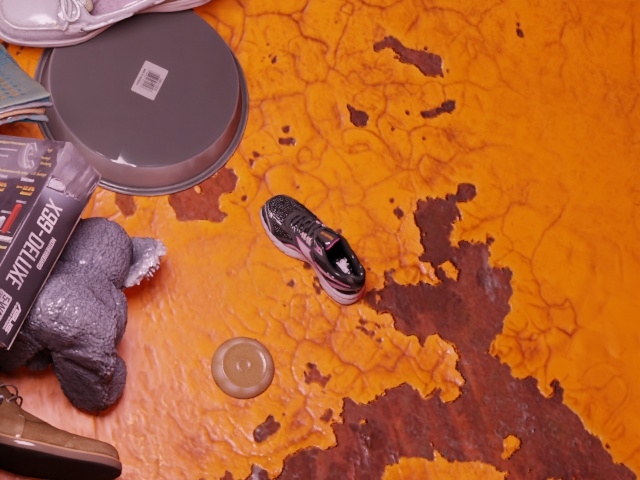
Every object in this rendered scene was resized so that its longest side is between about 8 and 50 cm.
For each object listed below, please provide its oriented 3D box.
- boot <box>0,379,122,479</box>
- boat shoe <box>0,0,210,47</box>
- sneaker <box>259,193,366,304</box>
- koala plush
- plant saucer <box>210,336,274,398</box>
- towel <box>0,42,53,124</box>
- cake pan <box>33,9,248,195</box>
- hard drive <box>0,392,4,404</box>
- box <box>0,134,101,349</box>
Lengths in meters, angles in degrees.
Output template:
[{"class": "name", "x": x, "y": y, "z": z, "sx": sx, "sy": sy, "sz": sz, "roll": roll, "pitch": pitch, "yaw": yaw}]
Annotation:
[{"class": "boot", "x": -0.380, "y": 0.214, "z": 1.760, "sx": 0.305, "sy": 0.112, "sz": 0.115, "roll": 15, "pitch": 58, "yaw": -4}, {"class": "boat shoe", "x": -0.277, "y": -0.336, "z": 1.906, "sx": 0.320, "sy": 0.103, "sz": 0.118, "roll": -13, "pitch": 80, "yaw": -12}, {"class": "sneaker", "x": 0.000, "y": 0.000, "z": 1.928, "sx": 0.178, "sy": 0.077, "sz": 0.072, "roll": 41, "pitch": 66, "yaw": 5}, {"class": "koala plush", "x": -0.294, "y": 0.058, "z": 1.796, "sx": 0.196, "sy": 0.203, "sz": 0.221, "roll": 24, "pitch": 56, "yaw": -4}, {"class": "plant saucer", "x": -0.099, "y": 0.162, "z": 1.882, "sx": 0.083, "sy": 0.015, "sz": 0.083, "roll": 4, "pitch": 70, "yaw": -11}, {"class": "towel", "x": -0.542, "y": -0.162, "z": 1.790, "sx": 0.370, "sy": 0.040, "sz": 0.271, "roll": -17, "pitch": 31, "yaw": -21}, {"class": "cake pan", "x": -0.237, "y": -0.204, "z": 1.962, "sx": 0.293, "sy": 0.054, "sz": 0.293, "roll": 4, "pitch": 70, "yaw": -11}, {"class": "hard drive", "x": -0.534, "y": 0.158, "z": 1.650, "sx": 0.339, "sy": 0.064, "sz": 0.237, "roll": 41, "pitch": 112, "yaw": 17}, {"class": "box", "x": -0.442, "y": -0.013, "z": 1.742, "sx": 0.307, "sy": 0.076, "sz": 0.242, "roll": 7, "pitch": 61, "yaw": 34}]
